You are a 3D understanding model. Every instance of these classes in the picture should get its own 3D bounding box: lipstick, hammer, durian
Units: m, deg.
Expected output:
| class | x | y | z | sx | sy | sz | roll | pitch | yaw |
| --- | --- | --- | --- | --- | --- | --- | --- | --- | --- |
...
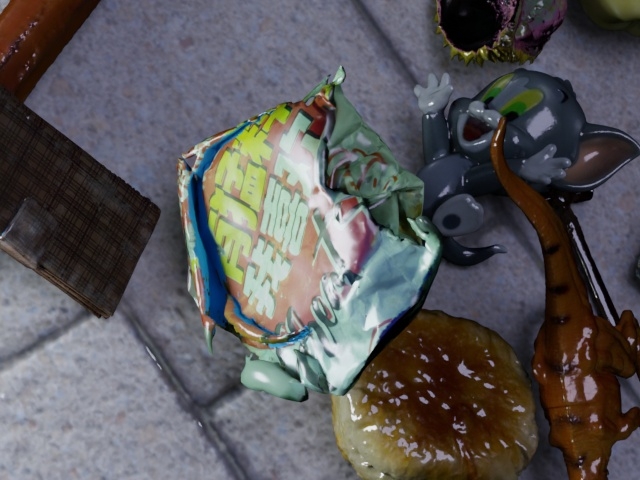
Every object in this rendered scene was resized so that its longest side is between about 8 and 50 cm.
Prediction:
| class | x | y | z | sx | sy | sz | roll | pitch | yaw |
| --- | --- | --- | --- | --- | --- | --- | --- | --- | --- |
| lipstick | -0.280 | -0.158 | 1.731 | 0.077 | 0.077 | 0.418 | 36 | 59 | -7 |
| hammer | 0.272 | 0.025 | 1.930 | 0.065 | 0.021 | 0.178 | -15 | 77 | -29 |
| durian | 0.187 | -0.232 | 1.969 | 0.108 | 0.119 | 0.186 | 46 | 54 | -45 |

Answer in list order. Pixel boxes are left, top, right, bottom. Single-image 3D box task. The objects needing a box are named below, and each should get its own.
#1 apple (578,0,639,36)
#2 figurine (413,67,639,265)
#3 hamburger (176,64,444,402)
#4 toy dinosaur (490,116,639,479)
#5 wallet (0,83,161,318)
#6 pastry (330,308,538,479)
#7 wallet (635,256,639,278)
| class | x | y | z | sx | sy | sz | roll | pitch | yaw |
| --- | --- | --- | --- | --- | --- | --- | --- | --- | --- |
| apple | 0.341 | -0.310 | 2.003 | 0.200 | 0.200 | 0.200 | 9 | 67 | -20 |
| figurine | 0.165 | -0.060 | 1.851 | 0.265 | 0.193 | 0.140 | -57 | 136 | -9 |
| hamburger | 0.002 | 0.007 | 1.694 | 0.150 | 0.260 | 0.276 | 8 | 46 | -52 |
| toy dinosaur | 0.234 | 0.085 | 1.787 | 0.208 | 0.097 | 0.432 | -30 | 102 | -66 |
| wallet | -0.244 | -0.039 | 1.675 | 0.230 | 0.042 | 0.124 | 41 | 62 | -35 |
| pastry | 0.100 | 0.149 | 1.763 | 0.192 | 0.093 | 0.182 | 7 | 61 | -19 |
| wallet | 0.463 | -0.025 | 2.002 | 0.223 | 0.077 | 0.309 | 37 | 58 | -10 |
